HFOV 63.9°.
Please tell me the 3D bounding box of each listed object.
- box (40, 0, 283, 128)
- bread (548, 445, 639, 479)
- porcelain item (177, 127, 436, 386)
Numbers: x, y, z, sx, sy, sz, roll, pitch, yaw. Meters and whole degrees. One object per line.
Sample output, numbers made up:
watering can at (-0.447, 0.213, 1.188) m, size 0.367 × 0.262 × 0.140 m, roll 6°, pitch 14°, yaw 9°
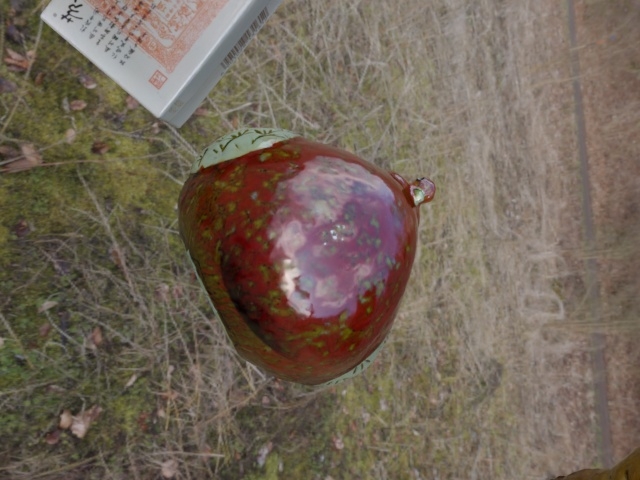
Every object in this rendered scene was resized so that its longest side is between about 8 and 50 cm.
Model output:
box at (-0.120, -0.220, 0.449) m, size 0.141 × 0.201 × 0.058 m, roll 42°, pitch 5°, yaw 1°
bread at (0.332, 0.300, 0.384) m, size 0.337 × 0.328 × 0.148 m, roll 36°, pitch 35°, yaw -9°
porcelain item at (0.000, 0.000, 0.472) m, size 0.253 × 0.252 × 0.253 m, roll 22°, pitch 65°, yaw -58°
